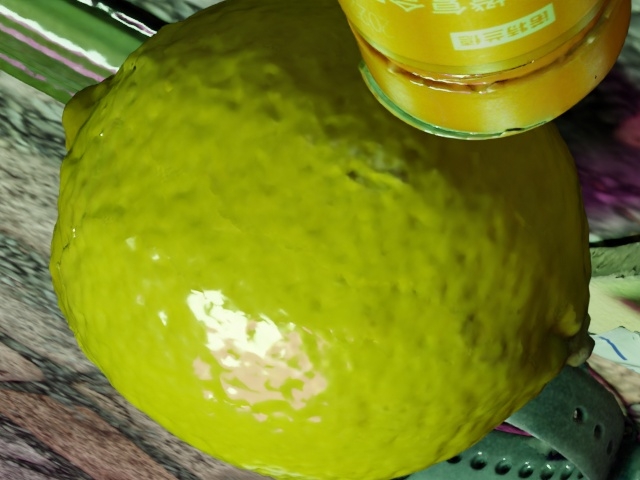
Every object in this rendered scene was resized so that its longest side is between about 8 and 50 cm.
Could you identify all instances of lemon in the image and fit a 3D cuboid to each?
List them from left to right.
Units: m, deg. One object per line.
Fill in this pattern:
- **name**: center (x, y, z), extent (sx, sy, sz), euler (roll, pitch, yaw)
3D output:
- **lemon**: center (0.000, 0.000, 0.754), extent (0.231, 0.192, 0.192), euler (25, 160, 3)

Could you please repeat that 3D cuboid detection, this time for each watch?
- **watch**: center (0.070, 0.097, 1.092), extent (0.193, 0.068, 0.206), euler (33, 157, -15)

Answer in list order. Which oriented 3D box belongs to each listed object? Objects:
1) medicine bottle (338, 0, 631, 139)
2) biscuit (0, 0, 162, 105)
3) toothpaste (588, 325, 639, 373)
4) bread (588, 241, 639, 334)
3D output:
- **medicine bottle**: center (0.037, -0.117, 0.557), extent (0.096, 0.096, 0.192), euler (18, 158, 21)
- **biscuit**: center (-0.085, -0.071, 0.909), extent (0.322, 0.038, 0.099), euler (28, 163, -4)
- **toothpaste**: center (0.215, 0.079, 0.869), extent (0.218, 0.033, 0.052), euler (22, 167, -19)
- **bread**: center (0.160, 0.025, 0.858), extent (0.068, 0.028, 0.153), euler (35, 160, -22)
